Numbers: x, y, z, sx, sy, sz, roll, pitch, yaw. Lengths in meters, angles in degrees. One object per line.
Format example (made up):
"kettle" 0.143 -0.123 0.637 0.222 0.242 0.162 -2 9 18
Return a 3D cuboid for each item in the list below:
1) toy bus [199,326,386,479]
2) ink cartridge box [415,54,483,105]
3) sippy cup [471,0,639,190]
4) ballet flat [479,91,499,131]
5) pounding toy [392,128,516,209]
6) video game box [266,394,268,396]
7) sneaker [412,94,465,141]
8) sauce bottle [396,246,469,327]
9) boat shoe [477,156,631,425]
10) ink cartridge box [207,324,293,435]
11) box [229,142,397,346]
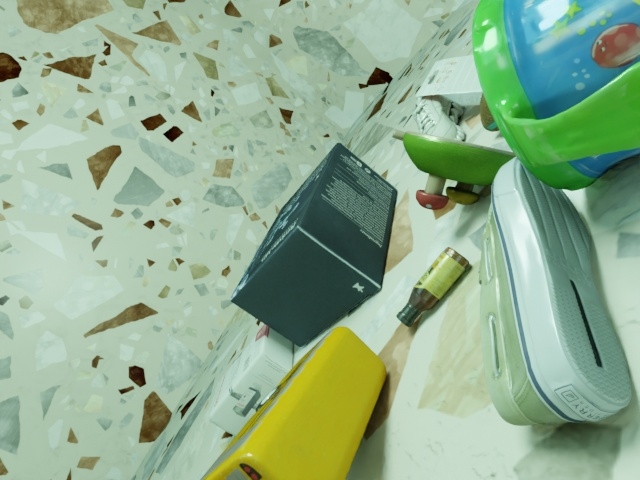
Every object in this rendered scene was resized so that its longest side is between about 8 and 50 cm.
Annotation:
"toy bus" -0.031 0.233 0.452 0.130 0.108 0.332 -47 -6 25
"ink cartridge box" 0.332 -0.370 0.931 0.179 0.045 0.145 9 58 40
"sippy cup" 0.302 -0.189 0.364 0.224 0.240 0.305 -20 58 52
"ballet flat" 0.382 -0.339 0.763 0.342 0.116 0.124 -63 -5 -21
"pounding toy" 0.210 -0.110 0.664 0.237 0.183 0.110 -95 16 -73
"video game box" -0.106 0.384 0.699 0.187 0.048 0.205 -59 13 -16
"sneaker" 0.267 -0.275 0.953 0.110 0.118 0.292 -42 18 39
"sauce bottle" 0.158 0.069 0.577 0.128 0.042 0.042 -51 12 6
"boat shoe" 0.197 0.026 0.395 0.094 0.109 0.302 -45 17 44
"ink cartridge box" -0.164 0.330 0.972 0.218 0.092 0.158 -50 12 11
"box" 0.000 0.000 0.979 0.293 0.212 0.395 -44 16 36
